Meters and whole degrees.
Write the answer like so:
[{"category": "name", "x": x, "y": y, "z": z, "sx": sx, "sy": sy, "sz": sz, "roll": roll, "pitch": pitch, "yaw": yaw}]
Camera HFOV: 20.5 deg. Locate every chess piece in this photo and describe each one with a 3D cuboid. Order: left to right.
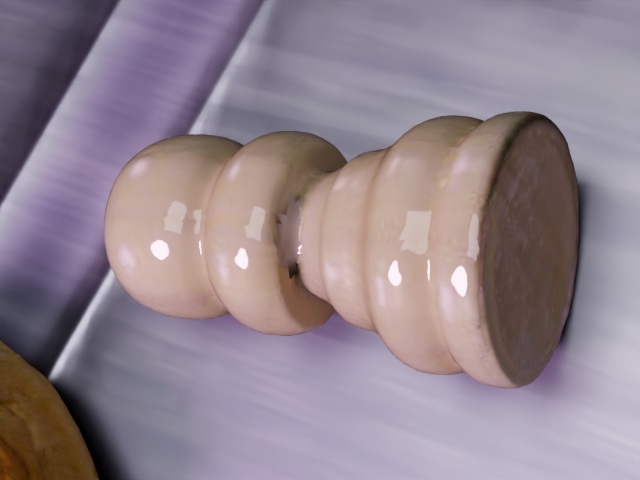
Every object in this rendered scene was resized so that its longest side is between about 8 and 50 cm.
[{"category": "chess piece", "x": 0.000, "y": 0.000, "z": 1.124, "sx": 0.300, "sy": 0.167, "sz": 0.167, "roll": 3, "pitch": 77, "yaw": 30}]

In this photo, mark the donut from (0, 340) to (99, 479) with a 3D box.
[{"category": "donut", "x": -0.310, "y": 0.200, "z": 1.179, "sx": 0.330, "sy": 0.160, "sz": 0.330, "roll": -5, "pitch": 79, "yaw": 27}]
